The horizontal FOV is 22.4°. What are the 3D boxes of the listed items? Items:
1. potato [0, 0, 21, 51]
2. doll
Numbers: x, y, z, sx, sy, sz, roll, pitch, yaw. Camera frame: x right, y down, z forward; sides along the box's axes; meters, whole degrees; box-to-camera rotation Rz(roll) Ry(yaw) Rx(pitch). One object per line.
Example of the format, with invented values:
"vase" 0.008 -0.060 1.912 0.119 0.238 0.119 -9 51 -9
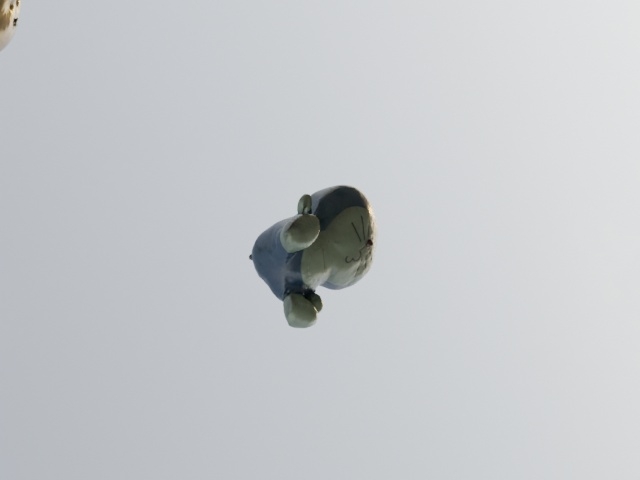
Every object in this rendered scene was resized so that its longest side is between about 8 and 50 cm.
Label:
"potato" -0.200 -0.134 0.886 0.083 0.062 0.068 -1 -97 -34
"doll" 0.000 0.000 0.937 0.083 0.076 0.050 -25 -142 -38
